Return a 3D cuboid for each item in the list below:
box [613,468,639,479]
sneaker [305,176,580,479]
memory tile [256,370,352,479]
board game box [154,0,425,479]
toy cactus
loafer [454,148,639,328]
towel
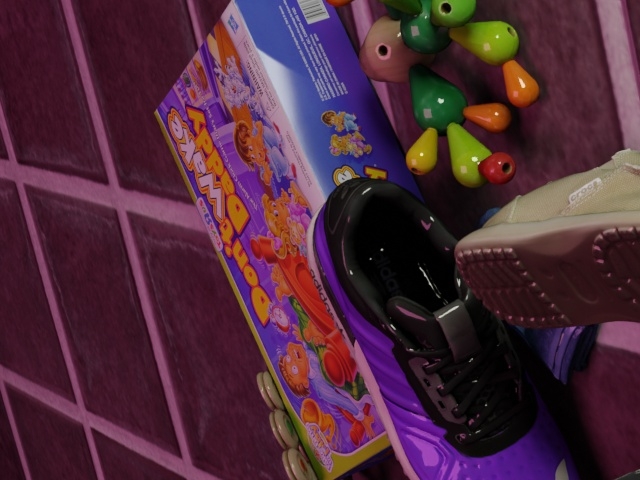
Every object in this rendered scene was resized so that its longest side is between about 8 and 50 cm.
[{"bbox_3d":[0.147,0.230,1.269,0.060,0.216,0.270,62,154,20],"label":"box"},{"bbox_3d":[0.086,0.082,1.350,0.293,0.102,0.146,57,165,7],"label":"sneaker"},{"bbox_3d":[-0.006,0.176,1.672,0.148,0.012,0.113,43,-156,-56],"label":"memory tile"},{"bbox_3d":[0.000,0.000,1.560,0.347,0.078,0.233,65,155,10],"label":"board game box"},{"bbox_3d":[0.059,-0.130,1.337,0.219,0.112,0.180,61,165,-2],"label":"toy cactus"},{"bbox_3d":[0.191,-0.006,1.151,0.268,0.092,0.102,0,136,49],"label":"loafer"},{"bbox_3d":[0.142,0.036,1.356,0.119,0.029,0.067,52,149,34],"label":"towel"}]
